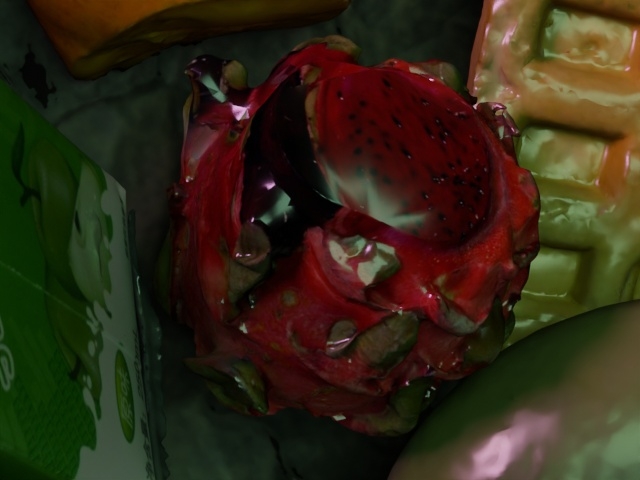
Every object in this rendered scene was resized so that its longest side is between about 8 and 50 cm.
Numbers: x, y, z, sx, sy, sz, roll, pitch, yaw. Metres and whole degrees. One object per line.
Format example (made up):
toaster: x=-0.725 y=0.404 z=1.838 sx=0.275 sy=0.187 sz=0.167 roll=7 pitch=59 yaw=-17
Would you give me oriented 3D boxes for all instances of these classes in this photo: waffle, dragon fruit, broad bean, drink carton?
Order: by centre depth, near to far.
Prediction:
drink carton: x=-0.155 y=0.009 z=0.634 sx=0.108 sy=0.271 sz=0.161 roll=-14 pitch=66 yaw=13
dragon fruit: x=0.000 y=0.000 z=0.739 sx=0.166 sy=0.172 sz=0.160 roll=48 pitch=52 yaw=4
broad bean: x=0.162 y=0.140 z=0.776 sx=0.291 sy=0.119 sz=0.238 roll=7 pitch=108 yaw=-13
waffle: x=0.172 y=-0.051 z=0.817 sx=0.221 sy=0.055 sz=0.248 roll=12 pitch=99 yaw=-6

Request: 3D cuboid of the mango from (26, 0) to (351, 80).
mango: x=-0.069 y=-0.213 z=0.783 sx=0.187 sy=0.138 sz=0.257 roll=-15 pitch=91 yaw=-30
